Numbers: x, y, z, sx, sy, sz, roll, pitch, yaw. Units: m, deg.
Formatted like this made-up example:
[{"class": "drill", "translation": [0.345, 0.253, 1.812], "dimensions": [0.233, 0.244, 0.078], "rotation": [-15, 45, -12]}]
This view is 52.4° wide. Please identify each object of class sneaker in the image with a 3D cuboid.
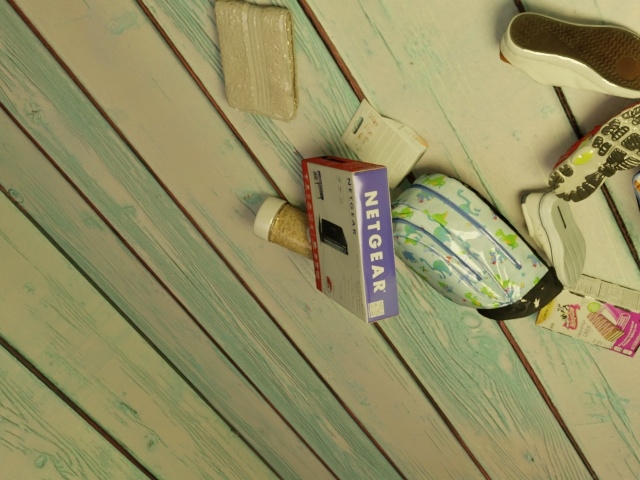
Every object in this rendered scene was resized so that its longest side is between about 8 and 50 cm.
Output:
[{"class": "sneaker", "translation": [0.512, -0.009, 1.429], "dimensions": [0.091, 0.094, 0.258], "rotation": [23, 147, 52]}, {"class": "sneaker", "translation": [0.457, -0.316, 1.145], "dimensions": [0.290, 0.106, 0.123], "rotation": [21, 173, 3]}, {"class": "sneaker", "translation": [0.531, -0.185, 1.191], "dimensions": [0.107, 0.118, 0.279], "rotation": [39, 139, -10]}]

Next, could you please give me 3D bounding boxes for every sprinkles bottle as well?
[{"class": "sprinkles bottle", "translation": [0.000, 0.000, 1.738], "dimensions": [0.355, 0.121, 0.121], "rotation": [23, 140, 10]}]

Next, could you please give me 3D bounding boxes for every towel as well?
[{"class": "towel", "translation": [-0.143, -0.401, 1.472], "dimensions": [0.187, 0.049, 0.282], "rotation": [16, 138, 19]}]

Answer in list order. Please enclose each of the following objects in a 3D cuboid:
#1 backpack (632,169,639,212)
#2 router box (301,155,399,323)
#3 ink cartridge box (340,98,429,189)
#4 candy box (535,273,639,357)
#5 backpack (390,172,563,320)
[{"class": "backpack", "translation": [0.704, -0.046, 1.139], "dimensions": [0.263, 0.213, 0.276], "rotation": [-1, 131, 39]}, {"class": "router box", "translation": [0.063, -0.017, 1.494], "dimensions": [0.301, 0.082, 0.335], "rotation": [-154, 55, -65]}, {"class": "ink cartridge box", "translation": [0.144, -0.223, 1.488], "dimensions": [0.179, 0.045, 0.145], "rotation": [47, 143, 11]}, {"class": "candy box", "translation": [0.642, 0.168, 1.524], "dimensions": [0.233, 0.071, 0.159], "rotation": [18, 140, 18]}, {"class": "backpack", "translation": [0.312, 0.012, 1.448], "dimensions": [0.355, 0.273, 0.290], "rotation": [59, 173, -7]}]
